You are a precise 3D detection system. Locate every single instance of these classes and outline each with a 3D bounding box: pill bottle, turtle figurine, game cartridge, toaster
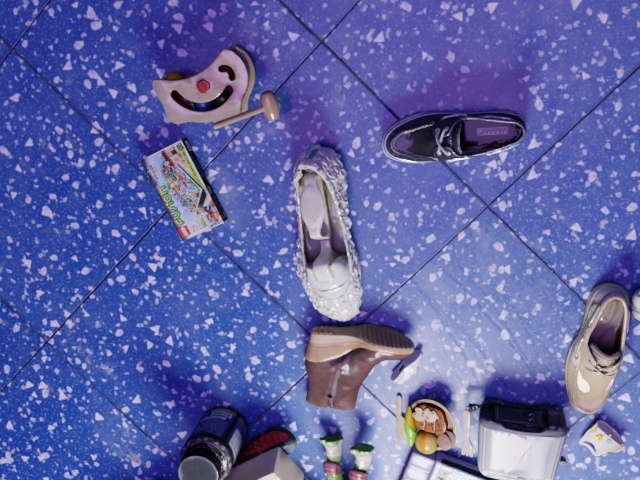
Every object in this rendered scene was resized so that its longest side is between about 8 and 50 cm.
[{"bbox_3d":[-0.252,0.486,1.941,0.123,0.219,0.122,3,105,9],"label":"pill bottle"},{"bbox_3d":[0.025,0.599,1.920,0.275,0.198,0.266,4,93,-22],"label":"turtle figurine"},{"bbox_3d":[0.348,0.638,1.964,0.355,0.068,0.230,20,111,4],"label":"game cartridge"},{"bbox_3d":[0.434,0.447,1.860,0.227,0.129,0.146,5,108,10],"label":"toaster"}]

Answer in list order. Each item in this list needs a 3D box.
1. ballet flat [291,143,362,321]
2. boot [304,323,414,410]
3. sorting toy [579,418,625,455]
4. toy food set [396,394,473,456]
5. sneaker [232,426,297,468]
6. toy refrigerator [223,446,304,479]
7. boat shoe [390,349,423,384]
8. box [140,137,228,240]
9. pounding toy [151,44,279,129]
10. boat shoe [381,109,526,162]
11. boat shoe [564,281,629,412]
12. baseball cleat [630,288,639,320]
[{"bbox_3d":[0.000,0.000,1.814,0.147,0.147,0.408,-7,104,12],"label":"ballet flat"},{"bbox_3d":[0.086,0.297,1.919,0.248,0.090,0.206,5,118,7],"label":"boot"},{"bbox_3d":[0.623,0.447,1.873,0.083,0.045,0.075,40,115,-3],"label":"sorting toy"},{"bbox_3d":[0.248,0.425,1.895,0.192,0.038,0.132,5,106,33],"label":"toy food set"},{"bbox_3d":[-0.139,0.547,2.015,0.262,0.104,0.125,-38,107,25],"label":"sneaker"},{"bbox_3d":[-0.179,0.588,1.930,0.269,0.094,0.102,-29,113,22],"label":"toy refrigerator"},{"bbox_3d":[0.205,0.291,1.910,0.035,0.035,0.100,32,106,-28],"label":"boat shoe"},{"bbox_3d":[-0.307,-0.114,1.886,0.114,0.036,0.207,-24,100,15],"label":"box"},{"bbox_3d":[-0.224,-0.322,1.753,0.270,0.155,0.154,-1,109,10],"label":"pounding toy"},{"bbox_3d":[0.272,-0.211,1.723,0.301,0.102,0.108,-2,104,10],"label":"boat shoe"},{"bbox_3d":[0.596,0.243,1.790,0.109,0.098,0.302,11,106,7],"label":"boat shoe"},{"bbox_3d":[0.762,0.144,1.761,0.206,0.072,0.109,3,119,14],"label":"baseball cleat"}]
